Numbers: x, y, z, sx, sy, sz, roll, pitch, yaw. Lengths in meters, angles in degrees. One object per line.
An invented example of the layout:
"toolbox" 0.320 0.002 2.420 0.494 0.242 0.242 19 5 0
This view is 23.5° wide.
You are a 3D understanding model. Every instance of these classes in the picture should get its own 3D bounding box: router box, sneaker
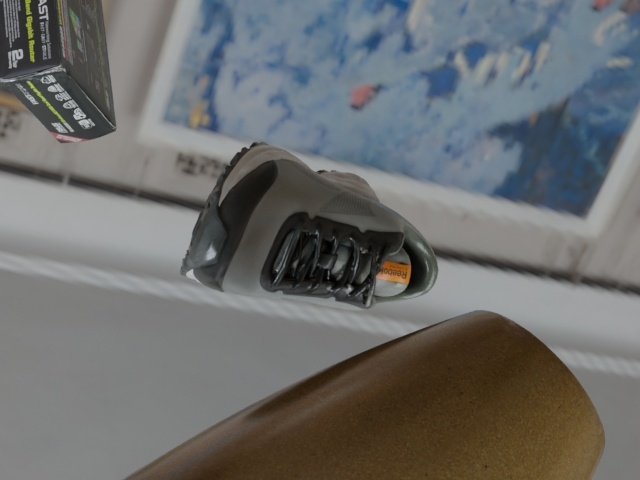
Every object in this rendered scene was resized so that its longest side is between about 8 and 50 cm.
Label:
"router box" -0.156 -0.129 0.895 0.038 0.092 0.122 -13 -112 8
"sneaker" 0.000 0.000 1.074 0.108 0.100 0.271 30 -166 26

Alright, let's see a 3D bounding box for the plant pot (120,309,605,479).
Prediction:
"plant pot" 0.038 0.162 0.890 0.254 0.237 0.237 -39 -121 -19
